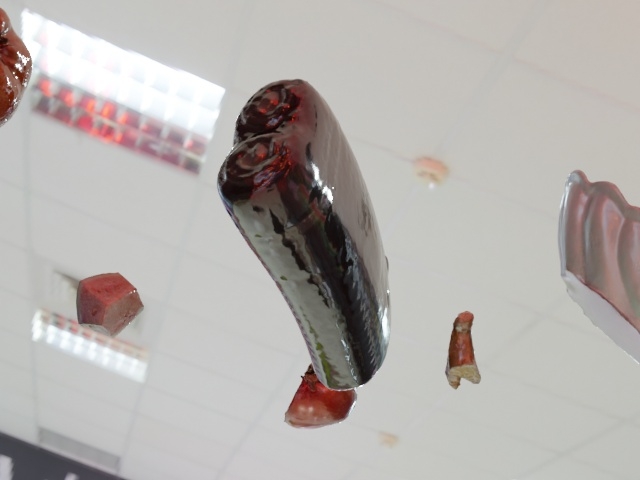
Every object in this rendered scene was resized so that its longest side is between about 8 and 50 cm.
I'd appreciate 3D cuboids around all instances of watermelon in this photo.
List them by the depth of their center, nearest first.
[{"bbox_3d":[-0.295,0.082,1.583,0.092,0.084,0.072,42,-34,-6],"label":"watermelon"}]

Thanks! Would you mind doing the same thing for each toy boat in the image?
[{"bbox_3d":[0.342,0.055,1.218,0.290,0.100,0.199,45,-6,20],"label":"toy boat"}]

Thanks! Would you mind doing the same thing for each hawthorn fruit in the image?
[{"bbox_3d":[-0.347,-0.163,1.066,0.138,0.132,0.133,-18,-42,32],"label":"hawthorn fruit"}]

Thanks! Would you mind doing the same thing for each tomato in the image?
[{"bbox_3d":[0.015,0.230,1.775,0.091,0.159,0.139,24,-24,7],"label":"tomato"}]

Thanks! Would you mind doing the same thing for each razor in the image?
[{"bbox_3d":[0.001,-0.001,1.239,0.113,0.204,0.349,-9,-46,18],"label":"razor"}]

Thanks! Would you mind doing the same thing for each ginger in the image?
[{"bbox_3d":[0.144,0.121,1.172,0.030,0.048,0.097,-10,-55,-23],"label":"ginger"}]
